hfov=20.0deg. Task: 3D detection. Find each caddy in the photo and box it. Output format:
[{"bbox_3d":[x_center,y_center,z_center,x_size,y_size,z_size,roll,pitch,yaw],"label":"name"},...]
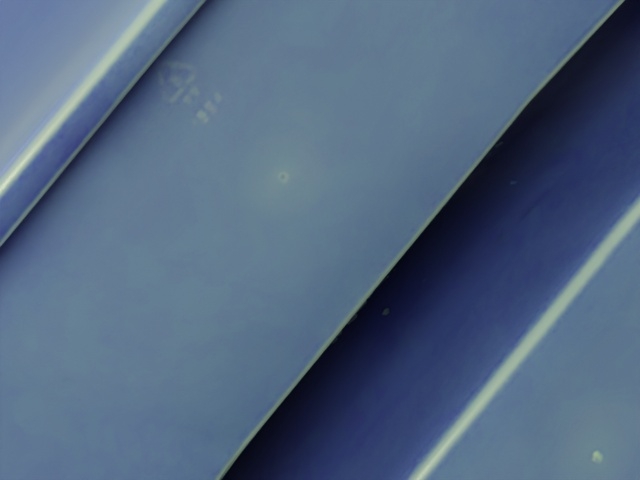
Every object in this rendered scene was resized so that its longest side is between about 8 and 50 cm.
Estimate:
[{"bbox_3d":[0.000,0.000,0.479,0.341,0.241,0.179,-50,29,-3],"label":"caddy"}]
